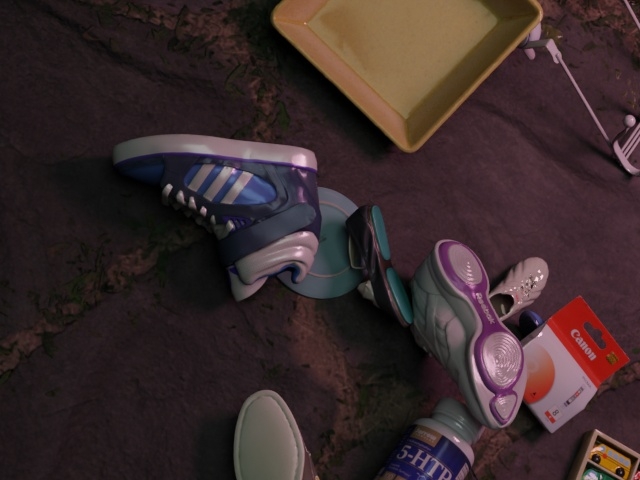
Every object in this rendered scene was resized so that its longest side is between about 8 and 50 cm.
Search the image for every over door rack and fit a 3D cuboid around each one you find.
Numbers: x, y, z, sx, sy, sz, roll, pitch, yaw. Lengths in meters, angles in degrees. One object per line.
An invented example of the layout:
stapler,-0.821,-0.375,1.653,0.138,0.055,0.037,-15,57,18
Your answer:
over door rack,0.539,-0.307,1.962,0.324,0.108,0.239,46,64,-16

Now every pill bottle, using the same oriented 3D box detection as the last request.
pill bottle,0.166,0.334,1.672,0.112,0.112,0.187,39,66,-3

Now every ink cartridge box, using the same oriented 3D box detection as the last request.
ink cartridge box,0.392,0.200,1.778,0.179,0.045,0.145,-38,97,4

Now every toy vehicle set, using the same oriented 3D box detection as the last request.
toy vehicle set,0.517,0.442,1.793,0.266,0.035,0.166,30,67,-7

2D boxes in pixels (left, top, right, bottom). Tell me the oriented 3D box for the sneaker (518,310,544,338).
sneaker,0.385,0.164,1.830,0.144,0.053,0.059,48,66,-8

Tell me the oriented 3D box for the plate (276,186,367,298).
plate,0.000,0.000,1.772,0.188,0.024,0.188,5,73,-16

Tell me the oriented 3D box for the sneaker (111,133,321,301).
sneaker,-0.158,-0.028,1.674,0.322,0.130,0.236,3,81,-8

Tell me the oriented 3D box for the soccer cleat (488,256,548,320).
soccer cleat,0.313,0.090,1.815,0.196,0.076,0.068,-36,87,-24

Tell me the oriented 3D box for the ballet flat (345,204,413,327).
ballet flat,0.086,0.046,1.743,0.074,0.074,0.203,-15,83,-21

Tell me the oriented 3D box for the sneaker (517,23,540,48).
sneaker,0.298,-0.450,1.964,0.091,0.094,0.258,-22,82,-32

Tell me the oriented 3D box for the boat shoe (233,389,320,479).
boat shoe,-0.049,0.369,1.605,0.109,0.091,0.305,-18,74,16

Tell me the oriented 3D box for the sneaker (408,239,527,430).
sneaker,0.221,0.157,1.717,0.114,0.152,0.305,2,59,-33

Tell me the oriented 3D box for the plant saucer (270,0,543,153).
plant saucer,0.142,-0.370,1.855,0.333,0.081,0.333,44,91,0
